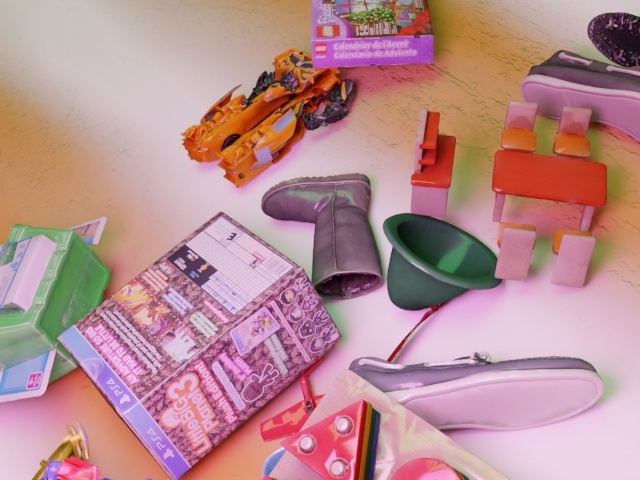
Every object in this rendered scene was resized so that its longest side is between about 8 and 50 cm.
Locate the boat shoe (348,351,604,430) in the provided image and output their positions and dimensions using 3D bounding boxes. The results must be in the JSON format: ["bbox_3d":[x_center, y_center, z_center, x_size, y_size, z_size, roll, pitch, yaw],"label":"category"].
[{"bbox_3d":[0.175,0.167,1.278,0.320,0.116,0.099,-11,46,16],"label":"boat shoe"}]

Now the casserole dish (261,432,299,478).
[{"bbox_3d":[-0.003,0.314,1.274,0.114,0.037,0.188,-23,44,1],"label":"casserole dish"}]

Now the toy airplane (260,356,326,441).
[{"bbox_3d":[-0.014,0.204,1.389,0.151,0.028,0.151,-12,45,13],"label":"toy airplane"}]

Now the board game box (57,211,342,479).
[{"bbox_3d":[-0.162,0.131,1.419,0.291,0.141,0.232,-39,36,-14],"label":"board game box"}]

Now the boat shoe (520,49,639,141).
[{"bbox_3d":[0.442,-0.211,1.525,0.335,0.112,0.095,24,66,42],"label":"boat shoe"}]

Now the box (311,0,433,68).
[{"bbox_3d":[0.085,-0.396,1.838,0.201,0.057,0.293,-3,39,2],"label":"box"}]

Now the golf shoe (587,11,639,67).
[{"bbox_3d":[0.464,-0.297,1.583,0.198,0.077,0.094,10,15,-27],"label":"golf shoe"}]

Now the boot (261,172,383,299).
[{"bbox_3d":[-0.002,-0.001,1.559,0.190,0.076,0.208,-12,52,16],"label":"boot"}]

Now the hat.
[{"bbox_3d":[0.124,0.084,1.445,0.208,0.183,0.173,-4,37,-46],"label":"hat"}]

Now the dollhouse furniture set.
[{"bbox_3d":[0.254,-0.090,1.424,0.259,0.135,0.262,7,48,6],"label":"dollhouse furniture set"}]

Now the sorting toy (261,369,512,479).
[{"bbox_3d":[0.041,0.300,1.155,0.257,0.089,0.255,31,82,32],"label":"sorting toy"}]

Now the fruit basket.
[{"bbox_3d":[-0.509,0.110,1.602,0.353,0.165,0.327,-7,46,22],"label":"fruit basket"}]

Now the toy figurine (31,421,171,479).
[{"bbox_3d":[-0.252,0.355,1.283,0.191,0.217,0.362,-67,13,-19],"label":"toy figurine"}]

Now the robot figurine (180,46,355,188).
[{"bbox_3d":[-0.082,-0.218,1.780,0.291,0.085,0.211,-43,48,-18],"label":"robot figurine"}]
